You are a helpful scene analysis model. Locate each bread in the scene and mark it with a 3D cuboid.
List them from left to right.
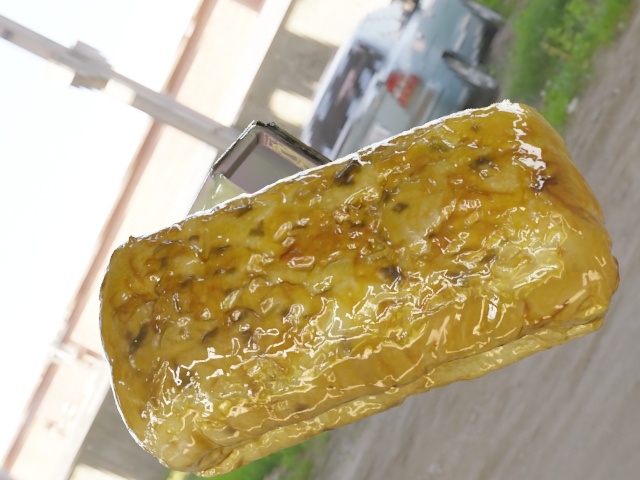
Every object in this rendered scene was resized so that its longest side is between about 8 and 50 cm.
[{"bbox_3d":[0.012,0.018,0.520,0.083,0.211,0.114,60,-170,-55],"label":"bread"}]

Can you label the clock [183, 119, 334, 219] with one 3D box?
[{"bbox_3d":[0.000,0.000,0.963,0.071,0.192,0.147,-57,2,24],"label":"clock"}]
